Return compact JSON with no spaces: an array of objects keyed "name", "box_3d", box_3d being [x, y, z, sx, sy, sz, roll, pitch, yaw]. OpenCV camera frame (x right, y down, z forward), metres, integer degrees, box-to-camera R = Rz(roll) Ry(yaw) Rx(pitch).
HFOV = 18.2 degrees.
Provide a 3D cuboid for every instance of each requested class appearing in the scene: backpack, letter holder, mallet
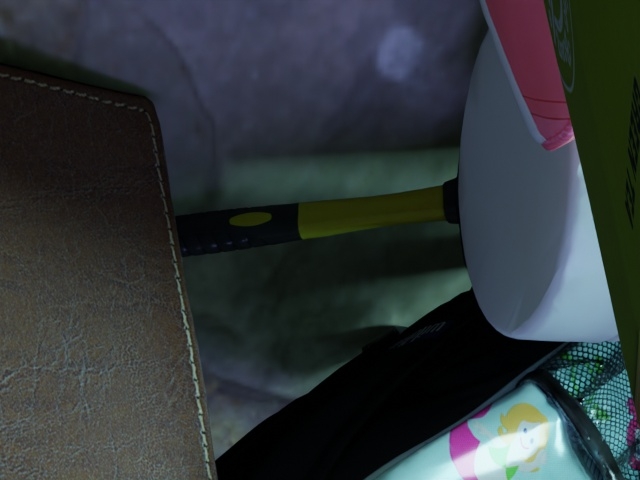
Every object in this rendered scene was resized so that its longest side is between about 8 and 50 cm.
[{"name":"backpack","box_3d":[0.036,0.134,0.764,0.225,0.191,0.253,-33,175,39]},{"name":"letter holder","box_3d":[-0.194,0.052,0.614,0.302,0.214,0.152,12,145,-41]},{"name":"mallet","box_3d":[0.000,0.000,0.752,0.190,0.062,0.039,-13,150,10]}]

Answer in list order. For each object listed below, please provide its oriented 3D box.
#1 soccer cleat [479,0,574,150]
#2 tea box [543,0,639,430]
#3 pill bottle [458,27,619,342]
[{"name":"soccer cleat","box_3d":[0.200,-0.094,0.560,0.318,0.116,0.108,-5,179,-1]},{"name":"tea box","box_3d":[0.206,-0.109,0.366,0.329,0.323,0.220,-8,149,1]},{"name":"pill bottle","box_3d":[0.192,-0.020,0.674,0.272,0.152,0.152,1,148,-15]}]
